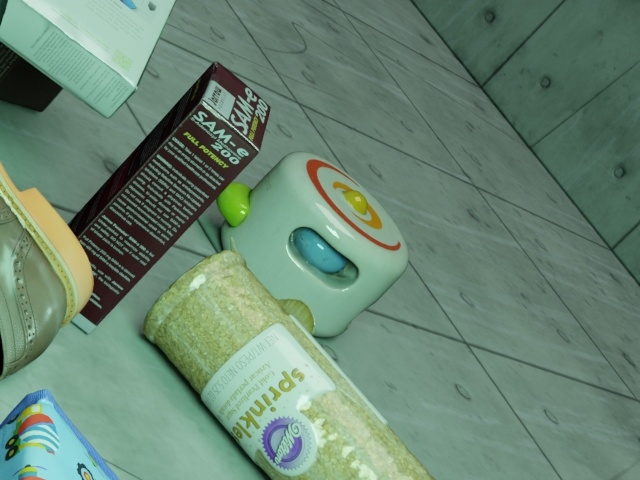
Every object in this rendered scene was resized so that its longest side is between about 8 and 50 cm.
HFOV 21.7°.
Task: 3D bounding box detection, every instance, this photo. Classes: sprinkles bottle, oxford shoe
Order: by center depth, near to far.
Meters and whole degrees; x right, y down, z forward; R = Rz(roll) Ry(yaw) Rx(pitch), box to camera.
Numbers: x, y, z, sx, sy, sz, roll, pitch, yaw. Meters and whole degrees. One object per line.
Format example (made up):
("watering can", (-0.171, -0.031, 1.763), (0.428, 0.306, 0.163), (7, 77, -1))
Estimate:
("oxford shoe", (-0.329, -0.048, 1.298), (0.363, 0.130, 0.132), (48, 39, -13))
("sprinkles bottle", (-0.010, 0.173, 1.530), (0.355, 0.121, 0.121), (48, 19, 14))

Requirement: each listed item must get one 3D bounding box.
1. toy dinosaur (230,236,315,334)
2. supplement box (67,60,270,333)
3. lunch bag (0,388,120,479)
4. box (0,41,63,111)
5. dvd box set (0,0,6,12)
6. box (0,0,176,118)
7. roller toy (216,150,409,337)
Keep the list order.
("toy dinosaur", (-0.049, 0.089, 1.675), (0.183, 0.092, 0.053), (51, 19, 21))
("supplement box", (-0.151, -0.040, 1.510), (0.073, 0.239, 0.130), (40, 19, -12))
("lunch bag", (-0.136, 0.280, 1.070), (0.293, 0.138, 0.221), (49, 13, -26))
("box", (-0.406, -0.271, 1.656), (0.381, 0.143, 0.191), (13, 35, -54))
("dvd box set", (-0.442, -0.256, 1.285), (0.420, 0.062, 0.307), (25, -10, -10))
("box", (-0.240, -0.282, 1.591), (0.232, 0.058, 0.322), (38, 36, -17))
("roller toy", (0.000, 0.000, 1.889), (0.209, 0.146, 0.191), (19, 31, -53))
